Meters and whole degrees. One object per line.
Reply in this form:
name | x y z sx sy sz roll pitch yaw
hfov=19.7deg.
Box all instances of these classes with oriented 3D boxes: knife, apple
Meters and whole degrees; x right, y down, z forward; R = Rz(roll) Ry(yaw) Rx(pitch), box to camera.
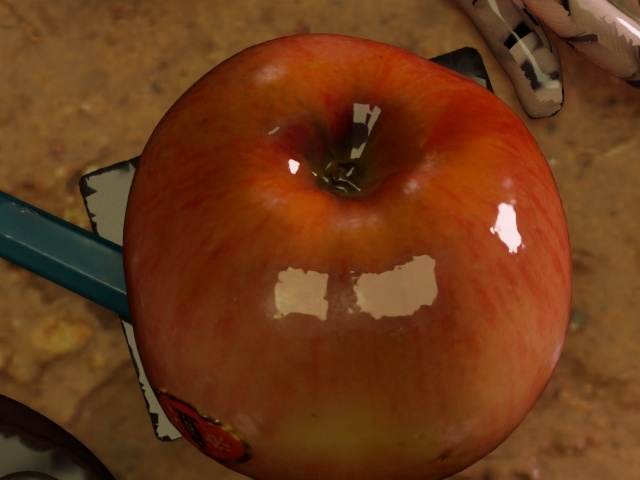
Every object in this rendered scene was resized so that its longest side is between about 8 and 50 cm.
knife | -0.047 0.039 0.886 0.296 0.026 0.044 25 69 8
apple | 0.010 0.010 0.800 0.209 0.164 0.209 3 55 -4

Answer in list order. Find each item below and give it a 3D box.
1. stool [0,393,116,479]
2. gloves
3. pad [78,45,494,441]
stool | -0.203 0.181 0.788 0.272 0.178 0.272 0 78 2
gloves | 0.119 -0.147 0.882 0.127 0.111 0.212 -38 74 -8
pad | 0.000 0.000 0.906 0.211 0.003 0.143 -18 80 -2
